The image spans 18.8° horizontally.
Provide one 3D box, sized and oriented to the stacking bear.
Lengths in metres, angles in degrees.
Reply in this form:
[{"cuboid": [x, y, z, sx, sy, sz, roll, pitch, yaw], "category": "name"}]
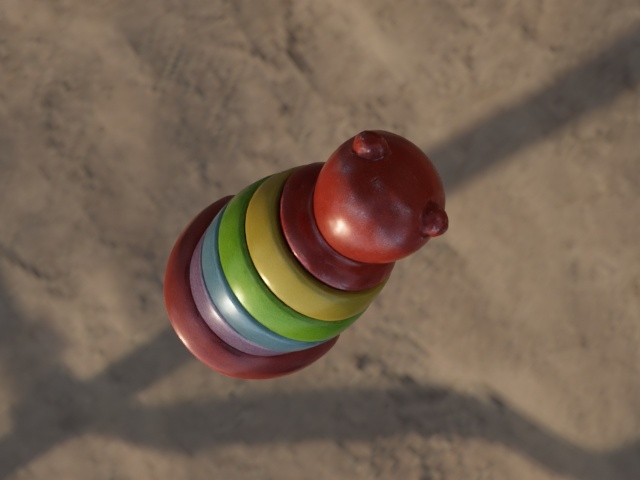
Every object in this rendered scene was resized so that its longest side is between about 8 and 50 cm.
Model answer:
[{"cuboid": [0.000, 0.000, 1.666, 0.175, 0.164, 0.289, 54, 138, 0], "category": "stacking bear"}]
